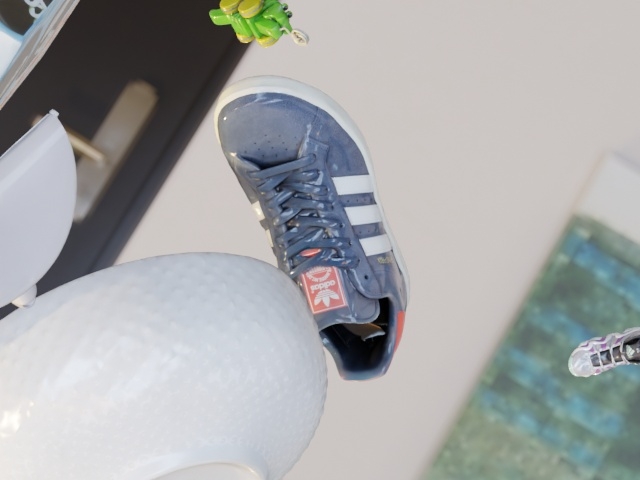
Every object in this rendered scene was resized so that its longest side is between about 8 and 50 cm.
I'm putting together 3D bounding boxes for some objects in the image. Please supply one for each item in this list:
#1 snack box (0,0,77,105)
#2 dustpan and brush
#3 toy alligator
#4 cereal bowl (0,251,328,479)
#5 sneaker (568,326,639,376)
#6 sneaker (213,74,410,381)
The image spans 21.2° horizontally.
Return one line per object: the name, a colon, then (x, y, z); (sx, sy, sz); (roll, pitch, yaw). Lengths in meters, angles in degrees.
snack box: (-0.224, -0.146, 1.191); (0.060, 0.187, 0.322); (34, -150, -9)
dustpan and brush: (-0.204, 0.006, 1.079); (0.060, 0.147, 0.211); (39, 165, 28)
toy alligator: (-0.059, -0.261, 1.988); (0.190, 0.051, 0.056); (20, 149, 49)
cereal bowl: (-0.141, 0.166, 1.401); (0.339, 0.339, 0.141); (43, -162, -58)
sneaker: (0.307, 0.114, 1.748); (0.038, 0.098, 0.069); (68, 167, -5)
sneaker: (0.000, 0.000, 1.635); (0.131, 0.148, 0.350); (-15, 132, 20)
